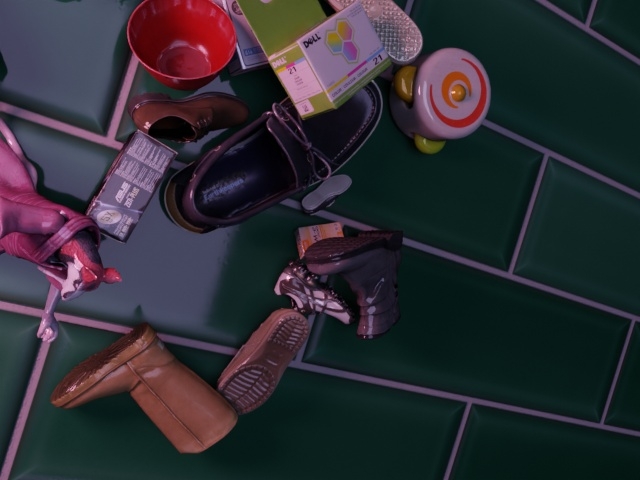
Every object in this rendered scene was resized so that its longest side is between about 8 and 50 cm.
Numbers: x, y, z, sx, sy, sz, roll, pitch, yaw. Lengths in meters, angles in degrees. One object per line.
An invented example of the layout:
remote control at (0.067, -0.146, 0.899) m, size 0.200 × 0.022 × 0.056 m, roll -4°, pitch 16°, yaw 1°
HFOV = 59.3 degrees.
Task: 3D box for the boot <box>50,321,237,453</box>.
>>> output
boot at (-0.327, 0.316, 1.061) m, size 0.236 × 0.089 × 0.269 m, roll -33°, pitch 113°, yaw 3°

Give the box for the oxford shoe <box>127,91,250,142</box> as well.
oxford shoe at (-0.225, -0.215, 1.030) m, size 0.227 × 0.096 × 0.082 m, roll -14°, pitch 145°, yaw -31°

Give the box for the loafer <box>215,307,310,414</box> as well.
loafer at (-0.119, 0.246, 1.156) m, size 0.102 × 0.092 × 0.268 m, roll 40°, pitch 97°, yaw -15°

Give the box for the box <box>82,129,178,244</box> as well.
box at (-0.338, -0.095, 0.984) m, size 0.078 × 0.147 × 0.180 m, roll 31°, pitch 85°, yaw -24°

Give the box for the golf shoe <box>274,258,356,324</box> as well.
golf shoe at (-0.013, 0.129, 1.201) m, size 0.198 × 0.077 × 0.094 m, roll 41°, pitch 91°, yaw -16°

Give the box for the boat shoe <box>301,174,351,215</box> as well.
boat shoe at (0.014, -0.095, 1.194) m, size 0.125 × 0.038 × 0.046 m, roll -38°, pitch 68°, yaw -20°

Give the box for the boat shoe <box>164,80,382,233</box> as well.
boat shoe at (-0.065, -0.172, 1.089) m, size 0.500 × 0.156 × 0.186 m, roll -33°, pitch 107°, yaw -17°

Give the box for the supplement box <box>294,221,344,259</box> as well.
supplement box at (0.000, 0.000, 1.191) m, size 0.099 × 0.036 × 0.062 m, roll -9°, pitch 77°, yaw -22°

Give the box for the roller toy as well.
roller toy at (0.259, -0.313, 1.211) m, size 0.191 × 0.146 × 0.209 m, roll -41°, pitch 110°, yaw -14°

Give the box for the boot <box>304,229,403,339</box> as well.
boot at (0.090, 0.100, 1.137) m, size 0.338 × 0.118 × 0.222 m, roll -9°, pitch 100°, yaw -55°

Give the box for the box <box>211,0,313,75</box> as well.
box at (-0.127, -0.476, 1.056) m, size 0.169 × 0.087 × 0.289 m, roll -19°, pitch 104°, yaw -20°

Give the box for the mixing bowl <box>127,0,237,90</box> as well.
mixing bowl at (-0.244, -0.338, 1.003) m, size 0.182 × 0.098 × 0.181 m, roll 4°, pitch 71°, yaw -11°

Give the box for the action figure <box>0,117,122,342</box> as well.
action figure at (-0.447, -0.025, 0.874) m, size 0.371 × 0.248 × 0.275 m, roll 23°, pitch 62°, yaw 13°

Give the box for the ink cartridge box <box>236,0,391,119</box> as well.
ink cartridge box at (-0.012, -0.375, 0.999) m, size 0.189 × 0.097 × 0.255 m, roll -46°, pitch 115°, yaw -32°

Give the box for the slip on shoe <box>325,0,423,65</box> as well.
slip on shoe at (0.080, -0.488, 1.137) m, size 0.123 × 0.101 × 0.331 m, roll -41°, pitch 95°, yaw 4°
